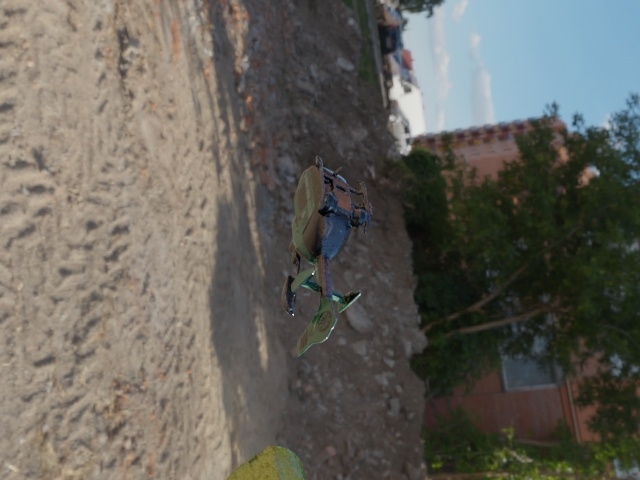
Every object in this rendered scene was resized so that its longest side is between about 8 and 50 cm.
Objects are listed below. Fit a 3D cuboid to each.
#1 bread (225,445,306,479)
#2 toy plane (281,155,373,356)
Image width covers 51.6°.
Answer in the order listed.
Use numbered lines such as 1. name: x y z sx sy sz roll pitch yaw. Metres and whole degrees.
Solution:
1. bread: -0.071 0.381 0.968 0.111 0.129 0.114 47 1 -25
2. toy plane: 0.000 0.000 1.062 0.106 0.155 0.382 24 38 -28
